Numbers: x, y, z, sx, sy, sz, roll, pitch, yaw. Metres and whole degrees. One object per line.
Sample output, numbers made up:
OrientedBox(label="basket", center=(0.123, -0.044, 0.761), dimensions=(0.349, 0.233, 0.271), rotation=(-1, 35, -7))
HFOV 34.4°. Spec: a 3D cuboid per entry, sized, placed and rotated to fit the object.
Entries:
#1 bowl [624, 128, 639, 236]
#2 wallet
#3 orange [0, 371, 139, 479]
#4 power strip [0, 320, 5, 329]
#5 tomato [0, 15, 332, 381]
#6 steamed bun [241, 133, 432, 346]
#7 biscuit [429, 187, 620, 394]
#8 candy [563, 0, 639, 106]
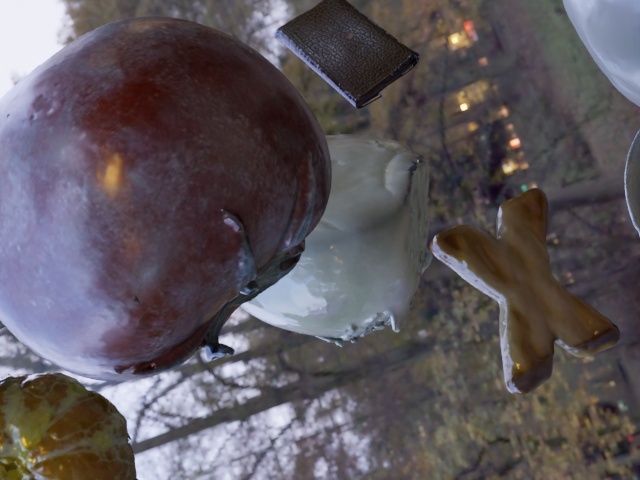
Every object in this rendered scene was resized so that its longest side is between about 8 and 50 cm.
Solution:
OrientedBox(label="bowl", center=(0.672, -0.024, 1.626), dimensions=(0.196, 0.435, 0.435), rotation=(91, 166, -60))
OrientedBox(label="wallet", center=(0.041, -0.314, 1.691), dimensions=(0.243, 0.133, 0.039), rotation=(45, 170, 39))
OrientedBox(label="orange", center=(-0.443, 0.366, 1.594), dimensions=(0.249, 0.329, 0.329), rotation=(64, -174, -80))
OrientedBox(label="power strip", center=(-0.581, 0.159, 1.518), dimensions=(0.043, 0.106, 0.367), rotation=(65, -159, -2))
OrientedBox(label="tomato", center=(-0.143, -0.031, 0.883), dimensions=(0.282, 0.316, 0.317), rotation=(44, -170, 6))
OrientedBox(label="steamed bun", center=(0.000, 0.000, 1.454), dimensions=(0.334, 0.312, 0.233), rotation=(-53, -37, -56))
OrientedBox(label="biscuit", center=(0.235, 0.058, 1.197), dimensions=(0.208, 0.164, 0.047), rotation=(62, 158, 9))
OrientedBox(label="candy", center=(0.398, -0.273, 1.012), dimensions=(0.386, 0.186, 0.427), rotation=(37, 154, 25))
